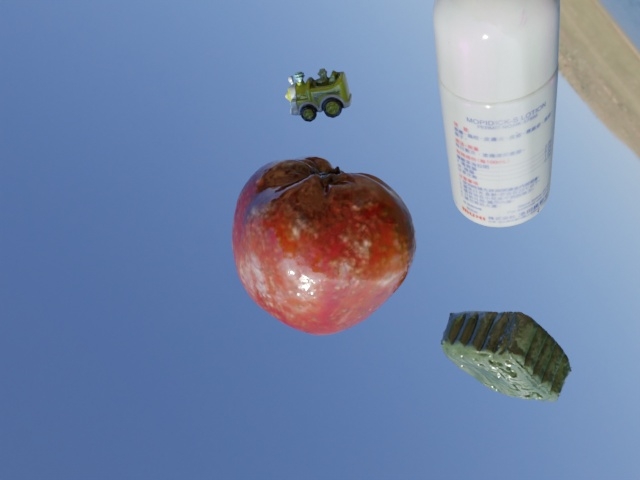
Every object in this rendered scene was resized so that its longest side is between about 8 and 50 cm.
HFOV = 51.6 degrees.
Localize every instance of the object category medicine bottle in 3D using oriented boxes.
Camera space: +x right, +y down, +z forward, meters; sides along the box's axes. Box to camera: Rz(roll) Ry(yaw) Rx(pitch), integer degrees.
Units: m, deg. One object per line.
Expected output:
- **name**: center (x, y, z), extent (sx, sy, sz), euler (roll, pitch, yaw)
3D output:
- **medicine bottle**: center (0.201, -0.163, 0.756), extent (0.341, 0.130, 0.130), euler (66, -172, -52)

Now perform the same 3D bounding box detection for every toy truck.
- **toy truck**: center (-0.006, -0.250, 1.117), extent (0.076, 0.111, 0.077), euler (-77, -23, -58)

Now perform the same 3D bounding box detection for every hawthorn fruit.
- **hawthorn fruit**: center (0.000, 0.000, 1.017), extent (0.284, 0.284, 0.284), euler (35, -147, -27)

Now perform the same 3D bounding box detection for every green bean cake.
- **green bean cake**: center (0.391, 0.244, 1.417), extent (0.222, 0.227, 0.125), euler (39, -110, -28)
